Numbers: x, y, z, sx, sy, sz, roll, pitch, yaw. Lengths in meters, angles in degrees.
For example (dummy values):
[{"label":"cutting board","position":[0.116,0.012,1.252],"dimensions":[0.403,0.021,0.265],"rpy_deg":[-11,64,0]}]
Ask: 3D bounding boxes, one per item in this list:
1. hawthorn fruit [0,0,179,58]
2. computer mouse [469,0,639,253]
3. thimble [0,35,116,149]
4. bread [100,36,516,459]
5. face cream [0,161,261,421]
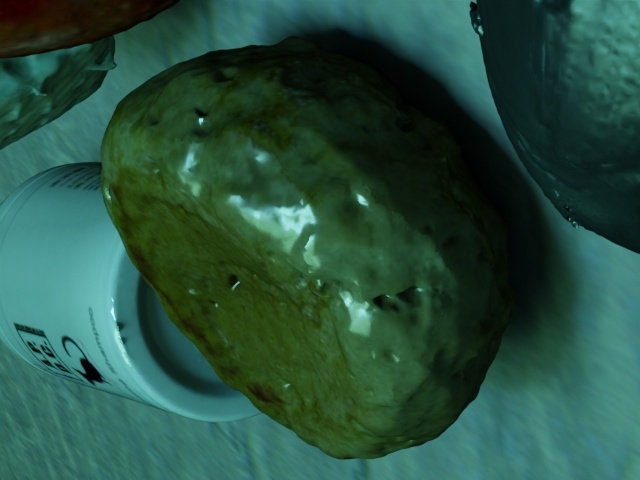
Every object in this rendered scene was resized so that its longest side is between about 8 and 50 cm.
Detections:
[{"label":"hawthorn fruit","position":[-0.145,-0.200,0.707],"dimensions":[0.210,0.230,0.266],"rpy_deg":[49,177,35]},{"label":"computer mouse","position":[0.107,-0.065,0.667],"dimensions":[0.122,0.073,0.217],"rpy_deg":[34,149,38]},{"label":"thimble","position":[-0.211,-0.136,0.954],"dimensions":[0.219,0.150,0.219],"rpy_deg":[48,160,24]},{"label":"bread","position":[0.000,0.000,0.901],"dimensions":[0.230,0.123,0.230],"rpy_deg":[36,152,23]},{"label":"face cream","position":[-0.140,0.023,1.165],"dimensions":[0.370,0.145,0.145],"rpy_deg":[3,127,60]}]
